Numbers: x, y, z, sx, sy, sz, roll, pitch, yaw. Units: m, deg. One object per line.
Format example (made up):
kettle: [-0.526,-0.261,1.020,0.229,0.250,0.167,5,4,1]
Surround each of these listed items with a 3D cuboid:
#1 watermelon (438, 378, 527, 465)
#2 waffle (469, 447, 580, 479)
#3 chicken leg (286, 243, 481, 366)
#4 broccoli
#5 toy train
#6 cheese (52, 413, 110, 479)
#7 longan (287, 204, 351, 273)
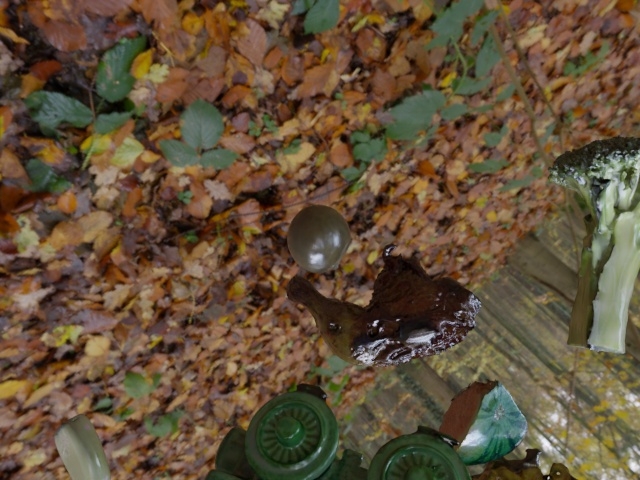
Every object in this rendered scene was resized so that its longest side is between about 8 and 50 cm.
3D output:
watermelon: [0.329,0.383,0.943,0.231,0.146,0.129,112,-1,-50]
waffle: [0.360,0.571,0.889,0.381,0.095,0.380,-17,-160,3]
chicken leg: [0.080,0.106,0.737,0.322,0.178,0.082,-21,166,34]
broccoli: [0.509,0.009,0.808,0.251,0.221,0.362,-15,104,-29]
toy train: [0.010,0.251,0.402,0.145,0.265,0.202,83,29,-43]
cheese: [-0.327,0.351,0.701,0.037,0.192,0.097,-18,161,-49]
longan: [0.000,0.000,0.725,0.092,0.114,0.113,-14,174,23]
